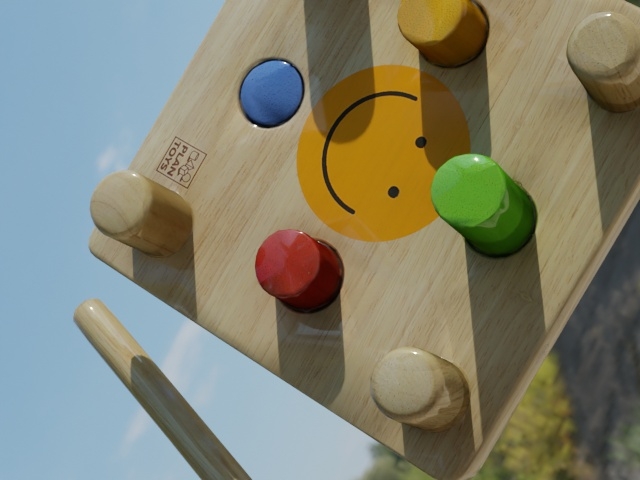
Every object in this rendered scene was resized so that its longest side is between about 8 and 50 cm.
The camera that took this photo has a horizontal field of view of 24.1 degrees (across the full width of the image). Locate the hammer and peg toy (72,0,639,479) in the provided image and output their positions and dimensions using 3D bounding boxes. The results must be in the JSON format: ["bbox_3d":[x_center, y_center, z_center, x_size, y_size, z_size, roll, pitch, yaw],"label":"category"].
[{"bbox_3d":[0.000,0.000,0.782,0.361,0.266,0.127,-59,-24,1],"label":"hammer and peg toy"}]
